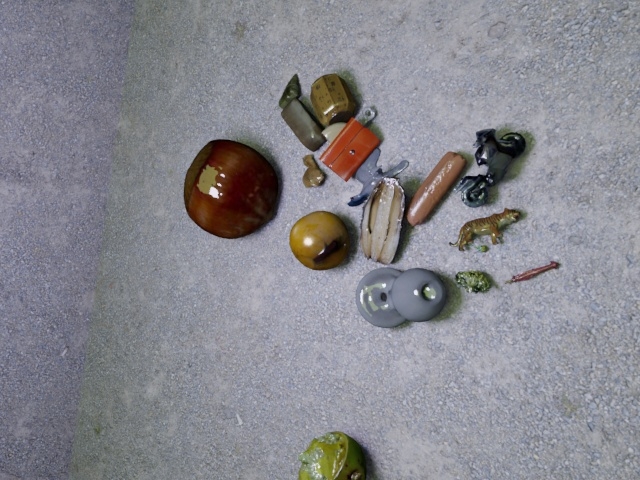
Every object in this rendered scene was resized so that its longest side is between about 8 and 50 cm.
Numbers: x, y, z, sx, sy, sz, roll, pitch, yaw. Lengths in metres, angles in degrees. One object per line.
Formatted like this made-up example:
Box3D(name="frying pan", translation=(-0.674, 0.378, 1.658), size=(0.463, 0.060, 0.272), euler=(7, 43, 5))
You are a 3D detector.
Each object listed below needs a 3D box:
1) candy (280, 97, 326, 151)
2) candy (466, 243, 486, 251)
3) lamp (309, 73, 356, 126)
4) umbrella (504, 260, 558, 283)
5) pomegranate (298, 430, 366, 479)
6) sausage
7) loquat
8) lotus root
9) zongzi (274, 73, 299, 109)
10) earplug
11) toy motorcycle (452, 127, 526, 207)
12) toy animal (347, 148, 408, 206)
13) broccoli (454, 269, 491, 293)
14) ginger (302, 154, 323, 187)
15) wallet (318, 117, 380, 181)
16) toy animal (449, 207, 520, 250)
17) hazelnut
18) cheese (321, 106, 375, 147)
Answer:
Box3D(name="candy", translation=(-0.065, -0.477, 1.965), size=(0.104, 0.102, 0.234), euler=(-45, 62, 24))
Box3D(name="candy", translation=(0.508, 0.019, 1.573), size=(0.083, 0.025, 0.023), euler=(24, 118, 41))
Box3D(name="lamp", translation=(0.047, -0.545, 1.861), size=(0.161, 0.161, 0.185), euler=(-31, 71, 30))
Box3D(name="umbrella", translation=(0.647, 0.101, 1.466), size=(0.165, 0.025, 0.027), euler=(-26, 53, 28))
Box3D(name="pomegranate", translation=(0.030, 0.828, 1.734), size=(0.340, 0.260, 0.260), euler=(152, 112, -64))
Box3D(name="sausage", translation=(0.387, -0.177, 1.633), size=(0.086, 0.086, 0.289), euler=(45, 112, 29))
Box3D(name="loquat", translation=(0.000, 0.000, 1.812), size=(0.235, 0.235, 0.235), euler=(-3, 85, 35))
Box3D(name="lotus root", translation=(0.231, -0.078, 1.706), size=(0.167, 0.078, 0.329), euler=(24, 119, 25))
Box3D(name="zongzi", translation=(-0.147, -0.636, 2.079), size=(0.154, 0.062, 0.130), euler=(-38, 44, 44))
Box3D(name="earplug", translation=(0.273, 0.190, 1.632), size=(0.325, 0.175, 0.214), euler=(-10, 79, 35))
Box3D(name="toy motorcycle", translation=(0.518, -0.243, 1.515), size=(0.159, 0.106, 0.270), euler=(38, 102, 9))
Box3D(name="toy animal", translation=(0.208, -0.216, 1.772), size=(0.255, 0.176, 0.239), euler=(-25, 73, -5))
Box3D(name="broccoli", translation=(0.489, 0.134, 1.538), size=(0.097, 0.092, 0.095), euler=(53, 130, 6))
Box3D(name="ginger", translation=(-0.042, -0.275, 1.959), size=(0.096, 0.067, 0.165), euler=(-43, 51, 25))
Box3D(name="wallet", translation=(0.109, -0.339, 1.788), size=(0.142, 0.045, 0.204), euler=(38, 100, -14))
Box3D(name="toy animal", translation=(0.527, -0.032, 1.539), size=(0.241, 0.057, 0.099), euler=(-18, 52, 38))
Box3D(name="hazelnut", translation=(-0.383, -0.212, 2.032), size=(0.421, 0.353, 0.421), euler=(-1, 85, 9))
Box3D(name="cheese", translation=(0.118, -0.391, 1.837), size=(0.249, 0.071, 0.163), euler=(-26, 100, 7))
